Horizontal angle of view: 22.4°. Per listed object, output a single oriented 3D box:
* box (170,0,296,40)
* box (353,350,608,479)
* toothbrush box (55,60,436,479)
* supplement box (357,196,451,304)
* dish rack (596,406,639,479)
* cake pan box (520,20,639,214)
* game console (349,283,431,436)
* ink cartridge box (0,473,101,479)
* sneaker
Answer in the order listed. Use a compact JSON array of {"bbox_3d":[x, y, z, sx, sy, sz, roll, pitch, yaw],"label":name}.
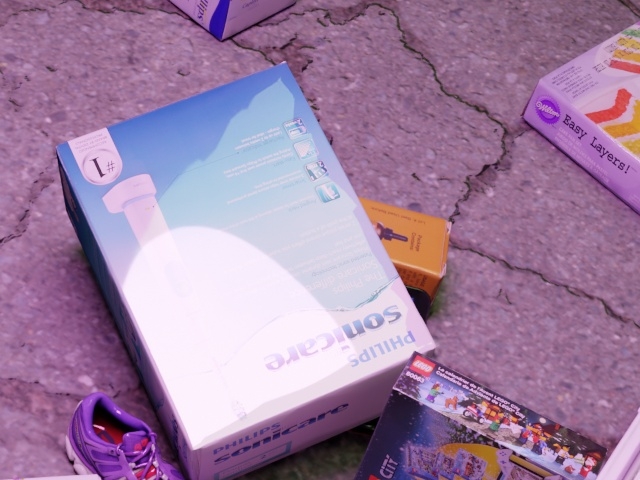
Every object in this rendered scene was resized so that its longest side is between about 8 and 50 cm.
[{"bbox_3d":[-0.107,-0.299,1.756,0.137,0.072,0.126,40,49,21],"label":"box"},{"bbox_3d":[0.105,0.203,1.240,0.159,0.233,0.044,27,47,8],"label":"box"},{"bbox_3d":[-0.067,0.029,1.355,0.216,0.126,0.295,-23,67,-14],"label":"toothbrush box"},{"bbox_3d":[0.000,0.000,1.508,0.233,0.080,0.078,14,47,-2],"label":"supplement box"},{"bbox_3d":[0.365,0.258,1.337,0.285,0.072,0.333,40,43,6],"label":"dish rack"},{"bbox_3d":[0.394,-0.128,1.756,0.267,0.070,0.246,-29,64,-36],"label":"cake pan box"},{"bbox_3d":[0.018,0.095,1.414,0.144,0.085,0.124,14,33,-3],"label":"game console"},{"bbox_3d":[-0.226,0.231,1.239,0.122,0.052,0.088,-2,49,-17],"label":"ink cartridge box"},{"bbox_3d":[-0.143,0.190,1.290,0.170,0.071,0.068,41,50,20],"label":"sneaker"}]
